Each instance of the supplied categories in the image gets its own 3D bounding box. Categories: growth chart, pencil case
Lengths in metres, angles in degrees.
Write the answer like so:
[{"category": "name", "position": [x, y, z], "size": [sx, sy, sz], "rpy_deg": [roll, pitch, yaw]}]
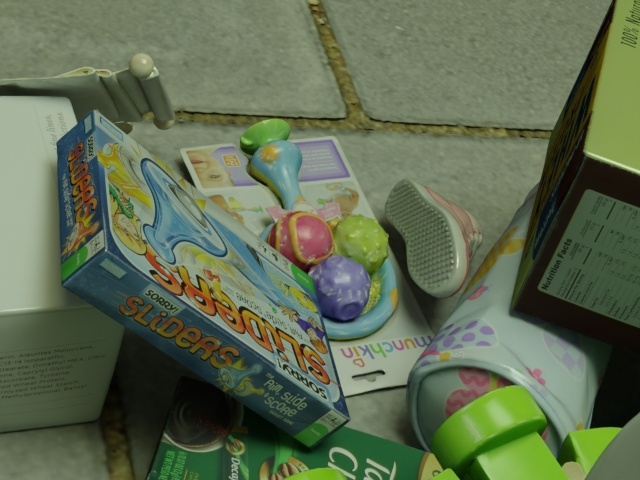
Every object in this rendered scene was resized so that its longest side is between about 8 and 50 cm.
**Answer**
[{"category": "growth chart", "position": [-0.214, -0.091, 0.865], "size": [0.237, 0.172, 0.021], "rpy_deg": [-4, 81, -10]}, {"category": "pencil case", "position": [0.161, 0.055, 0.902], "size": [0.124, 0.113, 0.273], "rpy_deg": [45, 44, -3]}]

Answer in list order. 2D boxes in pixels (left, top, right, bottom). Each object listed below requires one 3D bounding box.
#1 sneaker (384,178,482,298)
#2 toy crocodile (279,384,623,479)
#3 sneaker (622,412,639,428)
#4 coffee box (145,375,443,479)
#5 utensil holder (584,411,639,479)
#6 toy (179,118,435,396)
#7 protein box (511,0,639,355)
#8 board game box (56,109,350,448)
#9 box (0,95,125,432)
[{"category": "sneaker", "position": [0.097, 0.005, 0.946], "size": [0.070, 0.051, 0.134], "rpy_deg": [28, 20, -27]}, {"category": "toy crocodile", "position": [0.054, 0.175, 0.698], "size": [0.341, 0.105, 0.115], "rpy_deg": [-17, 59, -27]}, {"category": "sneaker", "position": [0.308, 0.120, 0.888], "size": [0.296, 0.123, 0.109], "rpy_deg": [-23, 59, -39]}, {"category": "coffee box", "position": [-0.014, 0.158, 0.776], "size": [0.184, 0.040, 0.113], "rpy_deg": [19, 43, -4]}, {"category": "utensil holder", "position": [0.351, 0.190, 0.635], "size": [0.386, 0.327, 0.327], "rpy_deg": [0, 46, -39]}, {"category": "toy", "position": [0.000, 0.000, 0.929], "size": [0.137, 0.056, 0.237], "rpy_deg": [-7, 50, -27]}, {"category": "protein box", "position": [0.252, -0.029, 0.830], "size": [0.201, 0.136, 0.199], "rpy_deg": [20, 43, 3]}, {"category": "board game box", "position": [-0.070, 0.025, 0.764], "size": [0.201, 0.035, 0.136], "rpy_deg": [39, 22, -35]}, {"category": "box", "position": [-0.228, 0.014, 0.774], "size": [0.182, 0.119, 0.181], "rpy_deg": [-3, 49, -25]}]
